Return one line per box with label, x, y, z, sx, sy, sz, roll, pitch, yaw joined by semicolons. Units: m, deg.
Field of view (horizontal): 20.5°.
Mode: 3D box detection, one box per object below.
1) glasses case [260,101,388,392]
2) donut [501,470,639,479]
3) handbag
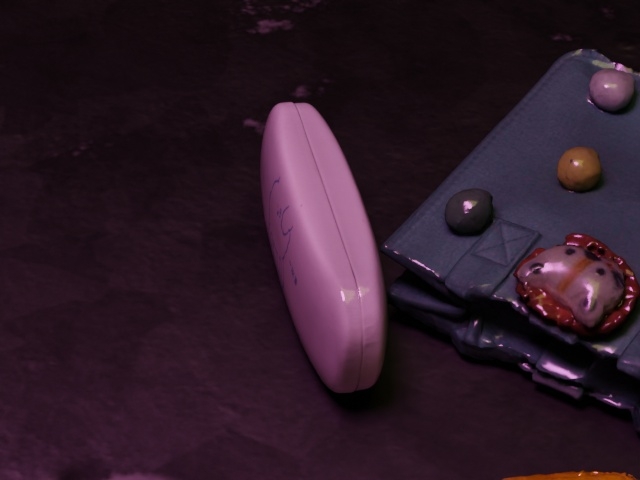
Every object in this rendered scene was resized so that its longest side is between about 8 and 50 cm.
glasses case;0.000;0.000;1.158;0.059;0.092;0.233;-6;43;-10
donut;0.138;0.223;0.907;0.253;0.118;0.253;12;33;-8
handbag;0.218;-0.008;1.167;0.268;0.100;0.274;27;47;24
